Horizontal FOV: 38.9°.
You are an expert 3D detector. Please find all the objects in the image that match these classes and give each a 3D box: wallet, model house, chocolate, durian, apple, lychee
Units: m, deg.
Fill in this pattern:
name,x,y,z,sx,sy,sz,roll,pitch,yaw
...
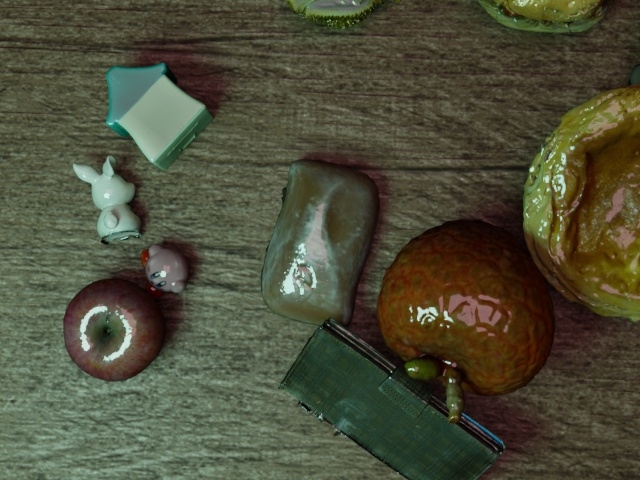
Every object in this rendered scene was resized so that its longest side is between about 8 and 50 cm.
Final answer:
name,x,y,z,sx,sy,sz,roll,pitch,yaw
wallet,0.100,0.256,1.335,0.317,0.044,0.169,35,128,5
model house,-0.258,-0.201,1.378,0.149,0.100,0.127,43,88,1
chocolate,0.000,0.001,1.370,0.161,0.083,0.261,12,86,0
durian,0.032,-0.396,1.393,0.208,0.102,0.146,3,89,-22
apple,-0.306,0.132,1.350,0.153,0.120,0.153,0,93,7
lychee,0.204,0.111,1.283,0.255,0.255,0.300,27,72,3

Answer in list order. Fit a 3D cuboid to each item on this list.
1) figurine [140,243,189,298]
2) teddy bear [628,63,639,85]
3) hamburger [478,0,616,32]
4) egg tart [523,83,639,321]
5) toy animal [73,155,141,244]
name,x,y,z,sx,sy,sz,roll,pitch,yaw
figurine,-0.235,0.042,1.380,0.067,0.071,0.083,-27,95,-42
teddy bear,0.535,-0.265,1.339,0.144,0.171,0.251,12,93,22
hamburger,0.342,-0.424,1.352,0.244,0.163,0.244,0,91,8
egg tart,0.461,-0.057,1.313,0.352,0.150,0.352,1,103,4
toy animal,-0.322,-0.061,1.387,0.071,0.085,0.124,-14,81,18
